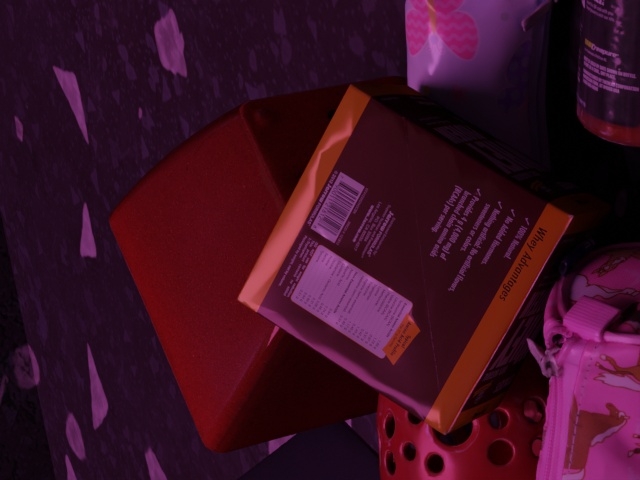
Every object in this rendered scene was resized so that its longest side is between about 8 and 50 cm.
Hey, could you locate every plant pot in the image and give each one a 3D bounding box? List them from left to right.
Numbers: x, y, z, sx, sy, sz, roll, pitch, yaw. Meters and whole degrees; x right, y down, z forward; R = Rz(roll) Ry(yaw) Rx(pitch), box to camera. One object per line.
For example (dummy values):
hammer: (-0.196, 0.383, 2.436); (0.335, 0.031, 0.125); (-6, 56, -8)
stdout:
plant pot: (0.000, 0.000, 1.731); (0.267, 0.267, 0.235); (65, 149, 22)
plant pot: (0.138, 0.135, 1.599); (0.191, 0.191, 0.174); (163, 100, -66)

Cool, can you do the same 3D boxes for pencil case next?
pencil case: (0.134, -0.113, 1.546); (0.113, 0.124, 0.273); (-56, -32, -61)
pencil case: (0.228, 0.193, 1.425); (0.167, 0.160, 0.386); (10, 121, 14)

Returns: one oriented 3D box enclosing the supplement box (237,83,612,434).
supplement box: (0.080, 0.009, 1.445); (0.194, 0.129, 0.191); (32, 104, 16)

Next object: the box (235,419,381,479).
box: (0.069, 0.363, 1.760); (0.296, 0.183, 0.294); (40, 164, 51)

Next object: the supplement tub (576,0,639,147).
supplement tub: (0.232, -0.170, 1.311); (0.106, 0.106, 0.198); (41, 139, 51)
